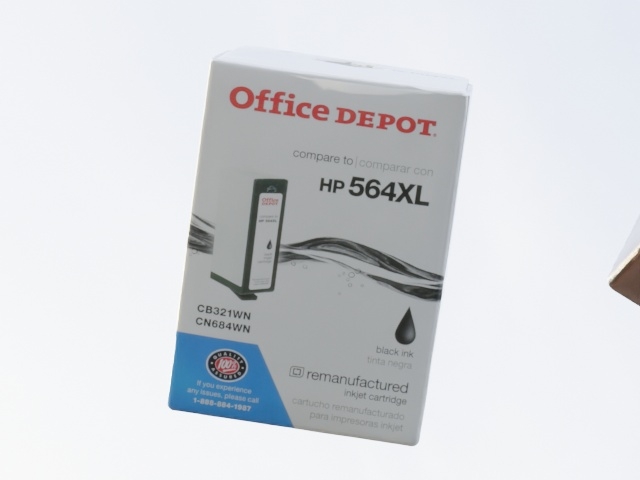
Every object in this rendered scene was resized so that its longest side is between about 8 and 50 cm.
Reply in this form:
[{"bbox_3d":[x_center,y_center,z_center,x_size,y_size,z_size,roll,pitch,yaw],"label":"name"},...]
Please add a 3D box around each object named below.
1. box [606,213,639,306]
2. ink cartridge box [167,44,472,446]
[{"bbox_3d":[0.348,-0.114,1.248,0.143,0.381,0.191,34,-29,1],"label":"box"},{"bbox_3d":[0.000,0.000,1.081,0.148,0.086,0.203,8,-80,4],"label":"ink cartridge box"}]
